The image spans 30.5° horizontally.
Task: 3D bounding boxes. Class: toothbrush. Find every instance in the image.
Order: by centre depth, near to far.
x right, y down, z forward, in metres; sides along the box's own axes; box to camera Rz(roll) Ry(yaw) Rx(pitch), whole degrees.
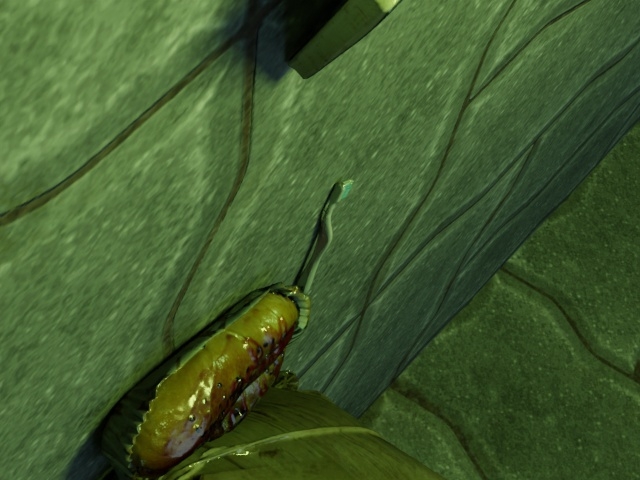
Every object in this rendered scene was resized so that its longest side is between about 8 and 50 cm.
[{"bbox_3d":[0.000,0.000,1.228,0.022,0.017,0.204,-20,153,-28],"label":"toothbrush"}]

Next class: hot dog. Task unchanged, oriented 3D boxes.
[{"bbox_3d":[-0.104,0.142,1.135,0.270,0.082,0.162,-40,166,-42],"label":"hot dog"}]

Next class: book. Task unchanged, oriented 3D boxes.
[{"bbox_3d":[0.094,-0.219,0.758,0.269,0.025,0.191,-47,-172,-12],"label":"book"}]

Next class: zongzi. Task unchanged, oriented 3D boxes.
[{"bbox_3d":[0.014,0.339,1.262,0.500,0.467,0.218,-17,124,-66],"label":"zongzi"}]
